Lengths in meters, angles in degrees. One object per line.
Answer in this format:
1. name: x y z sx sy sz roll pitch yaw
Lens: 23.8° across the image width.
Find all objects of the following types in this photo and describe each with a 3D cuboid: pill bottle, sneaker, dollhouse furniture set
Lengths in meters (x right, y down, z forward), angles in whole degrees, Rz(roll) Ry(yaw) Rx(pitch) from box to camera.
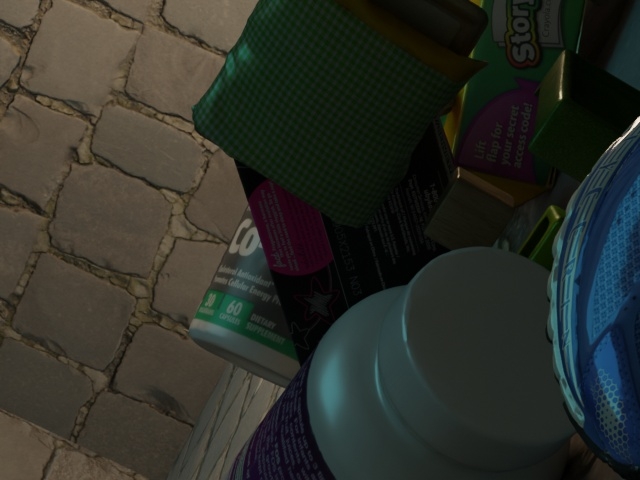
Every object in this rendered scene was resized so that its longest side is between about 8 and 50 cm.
1. pill bottle: 0.000 0.000 1.887 0.361 0.204 0.204 -65 6 -11
2. sneaker: 0.199 -0.046 0.627 0.330 0.130 0.147 -65 3 -14
3. pill bottle: 0.053 0.132 0.956 0.301 0.169 0.169 -57 9 53
4. dollhouse furniture set: 0.065 -0.065 1.042 0.197 0.301 0.151 -59 4 23

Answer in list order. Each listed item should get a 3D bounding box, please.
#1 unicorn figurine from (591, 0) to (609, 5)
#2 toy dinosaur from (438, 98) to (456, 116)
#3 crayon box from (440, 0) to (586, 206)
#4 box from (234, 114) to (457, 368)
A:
1. unicorn figurine: 0.277 -0.266 1.346 0.162 0.060 0.111 99 -178 -56
2. toy dinosaur: 0.099 -0.165 1.357 0.092 0.053 0.183 -43 41 47
3. crayon box: 0.164 -0.206 1.468 0.313 0.106 0.363 148 134 -77
4. box: 0.037 -0.015 1.233 0.142 0.163 0.247 -86 -20 -75
